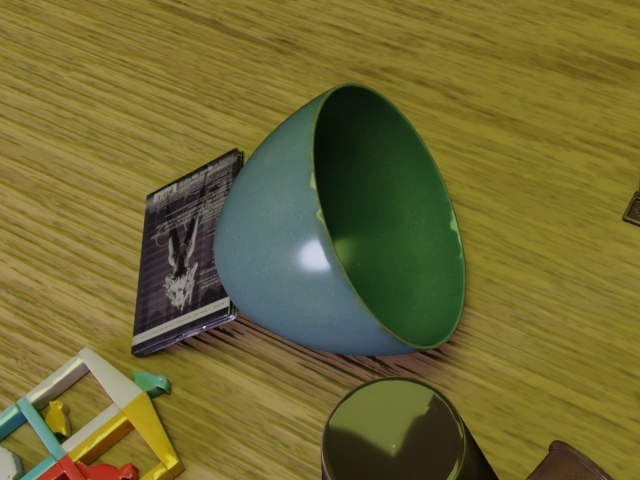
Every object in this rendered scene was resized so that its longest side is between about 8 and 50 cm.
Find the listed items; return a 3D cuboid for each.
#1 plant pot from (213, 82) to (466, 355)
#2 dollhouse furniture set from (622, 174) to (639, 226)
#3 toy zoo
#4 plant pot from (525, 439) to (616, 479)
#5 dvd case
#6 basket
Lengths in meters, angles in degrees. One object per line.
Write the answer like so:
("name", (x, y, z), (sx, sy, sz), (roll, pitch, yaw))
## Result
("plant pot", (0.000, 0.000, 1.205), (0.195, 0.290, 0.290), (-20, 55, 30))
("dollhouse furniture set", (0.409, -0.059, 1.244), (0.114, 0.081, 0.091), (23, 68, 23))
("toy zoo", (-0.286, 0.248, 1.238), (0.293, 0.030, 0.192), (-38, 60, -11))
("plant pot", (0.190, 0.281, 0.915), (0.165, 0.167, 0.167), (-39, 61, -10))
("dvd case", (-0.154, 0.014, 1.309), (0.165, 0.018, 0.221), (-24, 52, 35))
("basket", (0.080, 0.230, 1.060), (0.205, 0.227, 0.154), (5, 62, 15))
